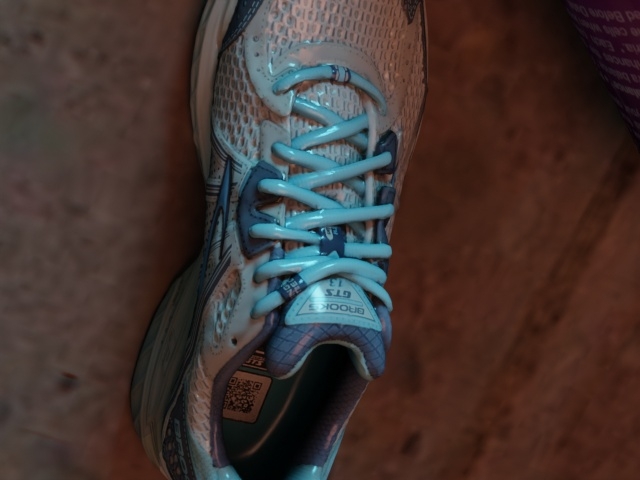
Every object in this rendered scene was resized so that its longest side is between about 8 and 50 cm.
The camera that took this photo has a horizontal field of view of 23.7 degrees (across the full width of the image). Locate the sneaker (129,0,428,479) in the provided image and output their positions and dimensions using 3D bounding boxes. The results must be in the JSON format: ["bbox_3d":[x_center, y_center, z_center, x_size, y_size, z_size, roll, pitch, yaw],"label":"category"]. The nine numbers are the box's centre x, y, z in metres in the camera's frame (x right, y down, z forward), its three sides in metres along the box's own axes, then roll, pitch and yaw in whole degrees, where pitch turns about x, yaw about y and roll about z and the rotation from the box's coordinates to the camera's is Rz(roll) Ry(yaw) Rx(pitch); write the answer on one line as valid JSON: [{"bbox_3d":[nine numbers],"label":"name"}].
[{"bbox_3d":[0.000,0.000,0.641,0.110,0.122,0.283,5,109,-21],"label":"sneaker"}]

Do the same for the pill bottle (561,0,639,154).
[{"bbox_3d":[0.194,-0.109,0.641,0.169,0.169,0.301,-35,118,-3],"label":"pill bottle"}]
